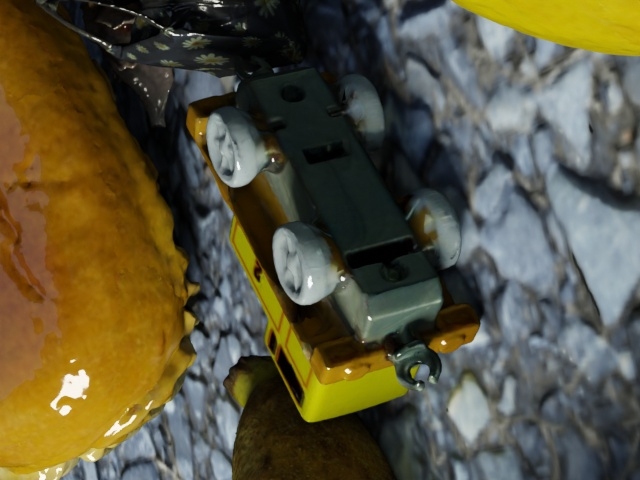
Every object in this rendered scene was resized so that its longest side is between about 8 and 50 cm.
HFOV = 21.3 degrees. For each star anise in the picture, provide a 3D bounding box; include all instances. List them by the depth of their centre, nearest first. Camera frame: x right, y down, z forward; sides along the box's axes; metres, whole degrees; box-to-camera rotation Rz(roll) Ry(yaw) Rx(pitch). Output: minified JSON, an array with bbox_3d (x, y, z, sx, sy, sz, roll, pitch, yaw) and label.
[{"bbox_3d":[-0.118,-0.132,1.066,0.124,0.056,0.129,-145,41,-81],"label":"star anise"}]

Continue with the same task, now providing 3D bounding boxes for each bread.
[{"bbox_3d":[-0.221,-0.041,1.064,0.388,0.236,0.183,54,-176,6],"label":"bread"}]

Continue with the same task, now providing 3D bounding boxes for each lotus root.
[{"bbox_3d":[-0.007,0.135,0.894,0.094,0.108,0.190,-28,57,29],"label":"lotus root"}]

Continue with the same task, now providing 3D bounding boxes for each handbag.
[{"bbox_3d":[-0.088,-0.132,0.930,0.115,0.139,0.072,3,91,59],"label":"handbag"}]

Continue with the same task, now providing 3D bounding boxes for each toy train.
[{"bbox_3d":[0.000,0.000,0.868,0.219,0.089,0.127,61,153,30],"label":"toy train"}]

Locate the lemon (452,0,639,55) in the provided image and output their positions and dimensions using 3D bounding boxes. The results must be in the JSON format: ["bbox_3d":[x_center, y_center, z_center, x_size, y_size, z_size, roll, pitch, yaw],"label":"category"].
[{"bbox_3d":[0.100,-0.173,0.530,0.288,0.234,0.233,29,121,51],"label":"lemon"}]
